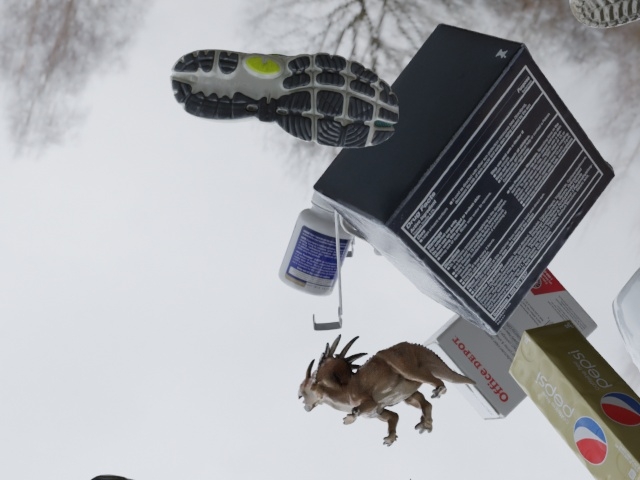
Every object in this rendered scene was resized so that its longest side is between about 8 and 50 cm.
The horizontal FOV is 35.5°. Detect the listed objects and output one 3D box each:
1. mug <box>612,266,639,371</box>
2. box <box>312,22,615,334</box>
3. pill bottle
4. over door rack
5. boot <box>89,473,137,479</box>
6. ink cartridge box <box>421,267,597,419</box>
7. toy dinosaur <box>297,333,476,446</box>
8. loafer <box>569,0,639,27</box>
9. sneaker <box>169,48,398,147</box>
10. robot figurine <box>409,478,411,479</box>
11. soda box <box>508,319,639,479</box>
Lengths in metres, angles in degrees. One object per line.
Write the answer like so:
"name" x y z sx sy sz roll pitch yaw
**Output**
"mug" 0.543 0.089 1.148 0.328 0.374 0.276 42 -140 18
"box" 0.201 -0.085 1.372 0.294 0.296 0.183 43 172 -40
"pill bottle" 0.000 0.000 1.864 0.112 0.186 0.112 19 -165 -5
"over door rack" 0.068 -0.023 1.836 0.108 0.324 0.239 11 -142 1
"boot" -0.282 0.496 1.162 0.138 0.284 0.377 19 -152 -23
"ink cartridge box" 0.362 0.187 1.935 0.197 0.273 0.114 49 163 3
"toy dinosaur" 0.105 0.229 1.700 0.296 0.127 0.200 -19 -135 -4
"loafer" 0.370 -0.290 0.967 0.102 0.269 0.092 54 -153 -58
"sneaker" -0.040 -0.182 1.199 0.275 0.107 0.110 12 -168 -2
"robot figurine" 0.137 0.387 1.378 0.067 0.101 0.115 25 -157 -46
"soda box" 0.255 0.158 0.935 0.058 0.061 0.181 -10 -138 -26
